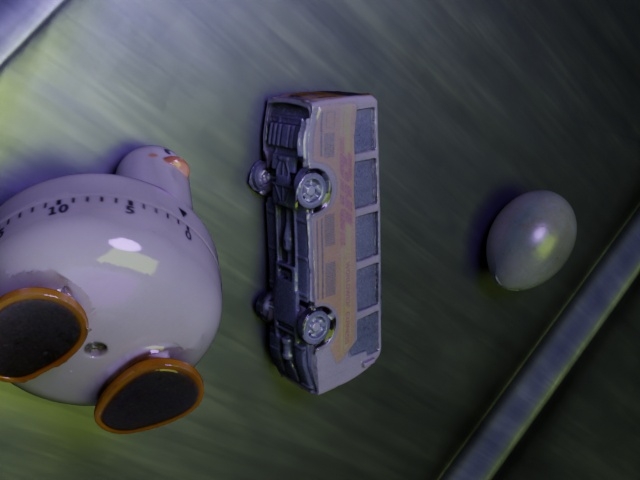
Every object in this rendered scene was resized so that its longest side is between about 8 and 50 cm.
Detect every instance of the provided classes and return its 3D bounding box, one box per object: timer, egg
[{"bbox_3d":[-0.208,0.035,0.729,0.233,0.240,0.233,-7,130,-8],"label":"timer"},{"bbox_3d":[0.293,0.001,1.074,0.114,0.114,0.152,37,85,-36],"label":"egg"}]

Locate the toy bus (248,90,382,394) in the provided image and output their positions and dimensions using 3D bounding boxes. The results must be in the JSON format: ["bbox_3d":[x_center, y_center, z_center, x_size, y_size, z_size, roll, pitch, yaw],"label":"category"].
[{"bbox_3d":[0.000,0.000,0.894,0.138,0.097,0.342,-16,112,-36],"label":"toy bus"}]
